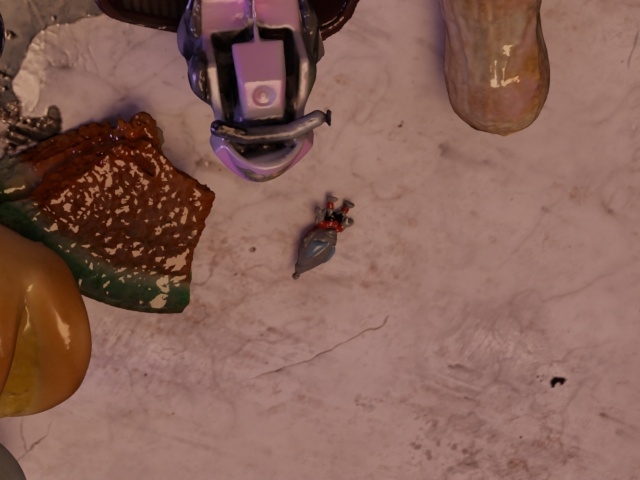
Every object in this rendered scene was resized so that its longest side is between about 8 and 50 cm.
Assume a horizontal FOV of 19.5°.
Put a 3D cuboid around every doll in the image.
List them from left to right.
[{"bbox_3d":[0.001,0.001,2.206,0.114,0.039,0.057,-61,164,11],"label":"doll"}]

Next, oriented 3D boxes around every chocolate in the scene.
[{"bbox_3d":[0.194,-0.252,2.059,0.134,0.134,0.309,-16,124,-11],"label":"chocolate"}]

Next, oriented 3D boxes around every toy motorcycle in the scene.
[{"bbox_3d":[-0.061,-0.192,1.809,0.143,0.188,0.327,-4,127,-10],"label":"toy motorcycle"}]

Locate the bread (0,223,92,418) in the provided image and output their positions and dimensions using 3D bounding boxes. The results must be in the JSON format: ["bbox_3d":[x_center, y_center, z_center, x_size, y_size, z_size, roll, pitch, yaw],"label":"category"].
[{"bbox_3d":[-0.394,0.098,1.949,0.270,0.316,0.211,33,64,-32],"label":"bread"}]

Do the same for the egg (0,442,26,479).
[{"bbox_3d":[-0.466,0.295,2.126,0.264,0.183,0.183,3,120,-13],"label":"egg"}]

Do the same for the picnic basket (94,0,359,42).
[{"bbox_3d":[-0.094,-0.326,1.904,0.297,0.129,0.222,2,122,-21],"label":"picnic basket"}]

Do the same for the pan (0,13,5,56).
[{"bbox_3d":[-0.413,-0.246,1.889,0.115,0.040,0.212,-42,113,2],"label":"pan"}]

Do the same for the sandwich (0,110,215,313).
[{"bbox_3d":[-0.225,-0.024,2.059,0.212,0.109,0.292,-38,126,6],"label":"sandwich"}]
